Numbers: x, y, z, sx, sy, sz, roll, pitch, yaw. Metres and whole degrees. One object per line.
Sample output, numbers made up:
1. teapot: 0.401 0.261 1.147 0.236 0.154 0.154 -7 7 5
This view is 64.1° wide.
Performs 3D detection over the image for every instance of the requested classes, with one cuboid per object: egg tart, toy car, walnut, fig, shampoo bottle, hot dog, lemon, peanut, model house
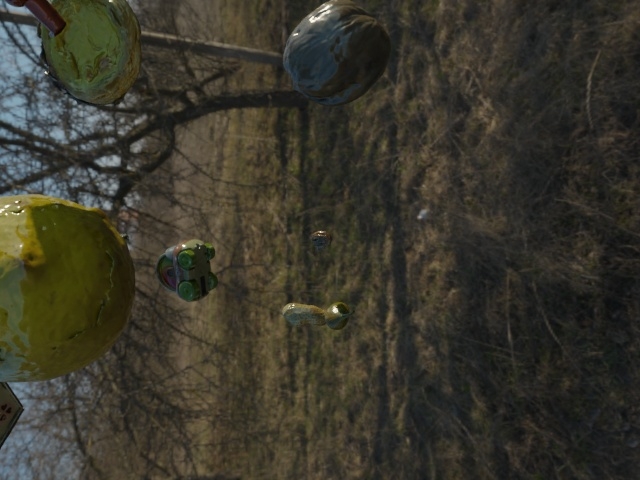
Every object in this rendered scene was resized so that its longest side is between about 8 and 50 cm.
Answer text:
1. egg tart: -0.509 -0.441 1.156 0.095 0.278 0.279 -40 -36 -64
2. toy car: -0.506 0.104 1.862 0.145 0.235 0.235 -28 -49 -63
3. walnut: 0.033 -0.386 1.077 0.224 0.224 0.224 -177 90 -72
4. fig: 0.057 0.234 1.572 0.082 0.084 0.098 71 162 0
5. shampoo bottle: -0.561 -0.479 0.909 0.085 0.244 0.085 -29 30 18
6. hot dog: 0.000 0.000 1.553 0.083 0.035 0.058 -23 92 57
7. lemon: -0.525 0.088 0.945 0.387 0.349 0.350 -32 56 58
8. peanut: -0.058 0.302 2.055 0.083 0.194 0.093 99 -179 -61
9. model house: -1.035 0.541 1.535 0.244 0.169 0.326 -6 -76 -68

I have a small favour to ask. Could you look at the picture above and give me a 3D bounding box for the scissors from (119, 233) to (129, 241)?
1. scissors: -0.688 0.016 1.460 0.041 0.289 0.138 48 131 27
